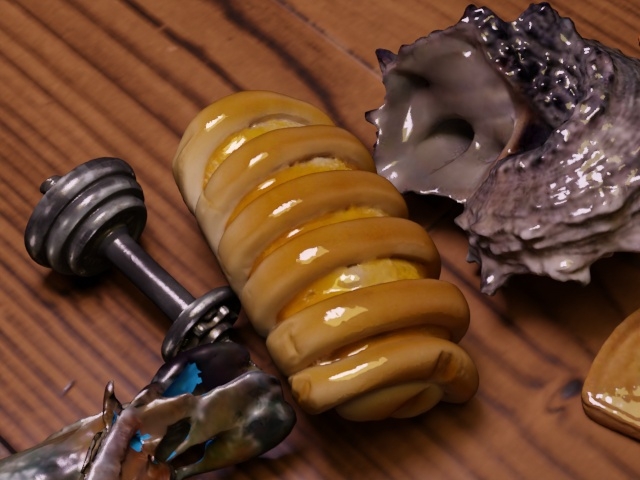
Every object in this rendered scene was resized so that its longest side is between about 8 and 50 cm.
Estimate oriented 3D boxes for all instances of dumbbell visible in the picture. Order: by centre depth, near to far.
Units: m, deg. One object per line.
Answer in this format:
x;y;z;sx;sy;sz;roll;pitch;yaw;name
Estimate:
-0.132;0.031;1.248;0.254;0.110;0.110;41;65;20;dumbbell

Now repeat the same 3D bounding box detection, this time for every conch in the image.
0.171;-0.064;1.270;0.313;0.186;0.240;27;72;22;conch

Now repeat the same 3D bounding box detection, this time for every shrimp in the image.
-0.201;0.222;1.088;0.446;0.110;0.221;-39;42;-22;shrimp

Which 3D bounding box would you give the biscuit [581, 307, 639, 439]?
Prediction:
0.309;0.099;1.225;0.221;0.029;0.142;-5;54;-1;biscuit

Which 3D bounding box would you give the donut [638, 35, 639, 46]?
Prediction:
0.325;-0.131;1.308;0.068;0.174;0.174;-32;59;-3;donut

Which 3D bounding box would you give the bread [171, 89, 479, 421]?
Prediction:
0.000;0.000;1.224;0.173;0.121;0.311;-3;49;-41;bread
